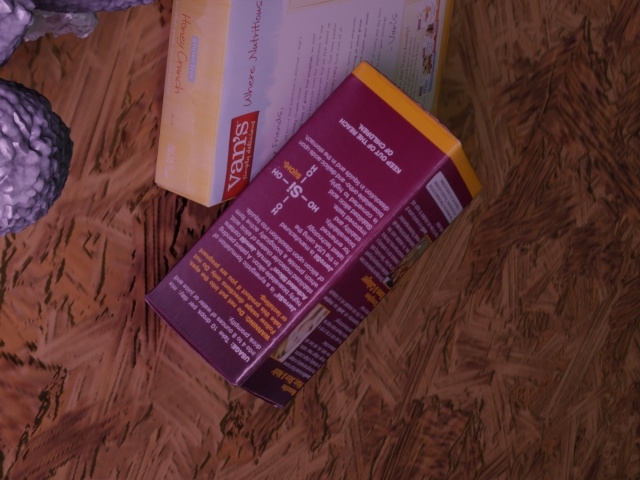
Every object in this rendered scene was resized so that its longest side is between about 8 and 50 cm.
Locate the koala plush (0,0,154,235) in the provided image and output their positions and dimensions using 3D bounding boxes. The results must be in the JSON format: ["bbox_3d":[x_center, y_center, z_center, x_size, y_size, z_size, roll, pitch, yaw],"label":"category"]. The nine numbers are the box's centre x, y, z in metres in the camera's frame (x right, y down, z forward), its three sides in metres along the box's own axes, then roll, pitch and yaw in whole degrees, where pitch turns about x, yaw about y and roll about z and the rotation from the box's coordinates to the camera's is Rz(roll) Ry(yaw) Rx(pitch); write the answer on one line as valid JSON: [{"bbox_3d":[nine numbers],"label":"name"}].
[{"bbox_3d":[-0.127,-0.143,0.612,0.221,0.203,0.196,-37,154,-62],"label":"koala plush"}]

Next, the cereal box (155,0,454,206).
[{"bbox_3d":[0.001,-0.131,0.917,0.240,0.047,0.173,-22,128,-49],"label":"cereal box"}]

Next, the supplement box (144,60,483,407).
[{"bbox_3d":[0.000,0.000,0.895,0.188,0.081,0.104,-47,161,0],"label":"supplement box"}]
